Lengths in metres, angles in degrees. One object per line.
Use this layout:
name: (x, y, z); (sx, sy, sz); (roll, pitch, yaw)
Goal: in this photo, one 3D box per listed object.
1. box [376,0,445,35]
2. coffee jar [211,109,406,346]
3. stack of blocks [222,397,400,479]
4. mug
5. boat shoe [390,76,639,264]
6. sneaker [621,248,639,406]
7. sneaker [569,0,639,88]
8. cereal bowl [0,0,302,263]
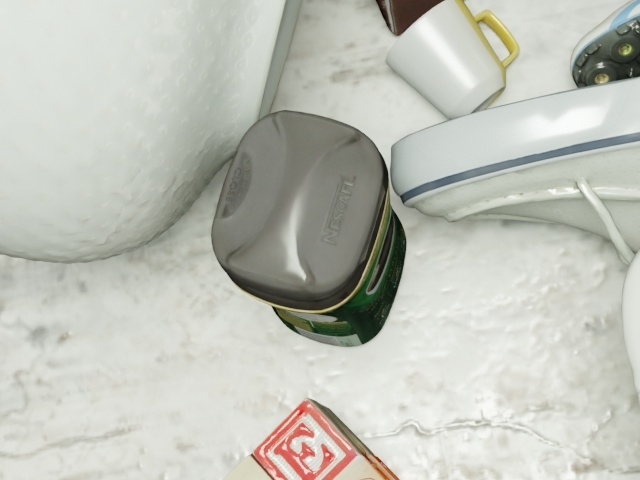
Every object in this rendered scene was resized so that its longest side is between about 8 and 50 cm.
box: (0.163, -0.318, 0.593); (0.381, 0.143, 0.191); (-28, 73, 3)
coffee jar: (0.000, 0.000, 0.512); (0.079, 0.184, 0.096); (15, 79, 12)
stack of blocks: (-0.048, 0.253, 0.508); (0.297, 0.087, 0.171); (-45, 74, -4)
mug: (0.091, -0.115, 0.594); (0.078, 0.062, 0.064); (-39, 82, 5)
boat shoe: (0.227, -0.012, 0.523); (0.366, 0.136, 0.157); (-6, 88, -1)
sneaker: (0.232, 0.112, 0.446); (0.110, 0.118, 0.292); (-36, 98, 7)
sneaker: (0.259, -0.159, 0.576); (0.237, 0.085, 0.086); (-29, 42, 7)
cereal bowl: (-0.082, -0.141, 0.493); (0.141, 0.339, 0.339); (16, 79, -2)
